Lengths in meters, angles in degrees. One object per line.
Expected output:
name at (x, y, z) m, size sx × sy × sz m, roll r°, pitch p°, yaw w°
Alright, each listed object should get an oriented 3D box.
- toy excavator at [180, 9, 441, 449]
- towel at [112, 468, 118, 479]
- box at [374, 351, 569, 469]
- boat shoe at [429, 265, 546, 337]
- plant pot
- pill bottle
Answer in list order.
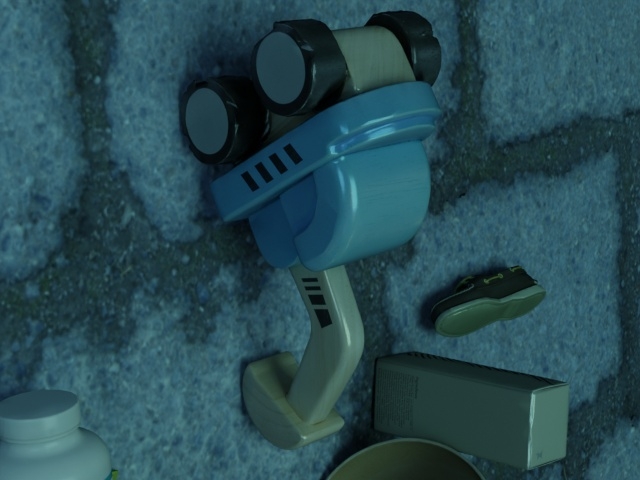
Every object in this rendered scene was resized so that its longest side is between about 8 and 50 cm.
toy excavator at (0.000, 0.000, 1.631) m, size 0.222 × 0.433 × 0.445 m, roll -13°, pitch 78°, yaw -44°
towel at (-0.267, 0.314, 1.592) m, size 0.060 × 0.009 × 0.083 m, roll 2°, pitch 96°, yaw -45°
box at (0.205, 0.231, 1.868) m, size 0.094 × 0.275 × 0.113 m, roll -5°, pitch 101°, yaw -47°
boat shoe at (0.243, 0.088, 2.034) m, size 0.227 × 0.069 × 0.081 m, roll -10°, pitch 144°, yaw -40°
plant pot at (0.138, 0.441, 1.856) m, size 0.284 × 0.284 × 0.191 m, roll -62°, pitch 145°, yaw -18°
pill bottle at (-0.295, 0.302, 1.464) m, size 0.146 × 0.146 × 0.264 m, roll -16°, pitch 108°, yaw -43°
